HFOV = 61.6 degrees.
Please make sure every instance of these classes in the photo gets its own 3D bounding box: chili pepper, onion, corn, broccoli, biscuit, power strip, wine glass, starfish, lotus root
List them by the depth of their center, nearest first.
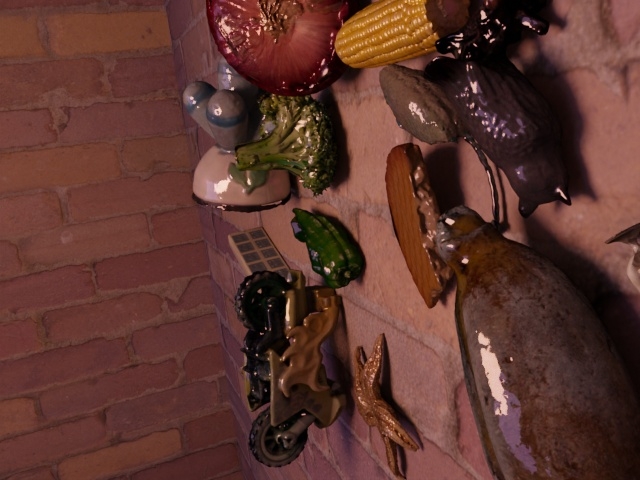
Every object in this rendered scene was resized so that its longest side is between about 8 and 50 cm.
[{"bbox_3d":[0.267,0.026,0.428,0.042,0.039,0.083,-51,55,53],"label":"wine glass"},{"bbox_3d":[0.205,0.108,0.510,0.158,0.140,0.322,64,-167,-71],"label":"lotus root"},{"bbox_3d":[0.093,-0.262,0.667,0.248,0.081,0.081,-156,57,-66],"label":"corn"},{"bbox_3d":[0.130,-0.024,0.706,0.228,0.031,0.176,81,167,-52],"label":"biscuit"},{"bbox_3d":[-0.055,-0.344,0.833,0.161,0.248,0.248,-79,-18,-77],"label":"onion"},{"bbox_3d":[-0.066,-0.171,0.974,0.194,0.194,0.220,-141,38,-59],"label":"broccoli"},{"bbox_3d":[0.106,0.304,0.995,0.236,0.062,0.277,-168,63,-73],"label":"starfish"},{"bbox_3d":[0.000,0.001,1.054,0.253,0.083,0.099,-129,25,-57],"label":"chili pepper"},{"bbox_3d":[-0.149,0.072,1.435,0.367,0.106,0.043,-129,31,-50],"label":"power strip"}]

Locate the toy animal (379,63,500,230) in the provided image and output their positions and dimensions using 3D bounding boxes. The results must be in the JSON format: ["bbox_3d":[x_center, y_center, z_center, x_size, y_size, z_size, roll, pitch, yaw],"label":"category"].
[{"bbox_3d":[0.152,-0.121,0.635,0.253,0.070,0.079,57,-172,19],"label":"toy animal"}]

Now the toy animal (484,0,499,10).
[{"bbox_3d":[0.213,-0.213,0.349,0.275,0.054,0.149,34,138,40],"label":"toy animal"}]

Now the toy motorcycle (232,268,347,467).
[{"bbox_3d":[-0.057,0.255,1.125,0.168,0.237,0.410,6,104,53],"label":"toy motorcycle"}]

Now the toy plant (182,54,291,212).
[{"bbox_3d":[-0.176,-0.248,1.185,0.247,0.247,0.332,-136,43,-56],"label":"toy plant"}]

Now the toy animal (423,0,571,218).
[{"bbox_3d":[0.169,-0.124,0.501,0.121,0.117,0.210,-36,65,60],"label":"toy animal"}]
